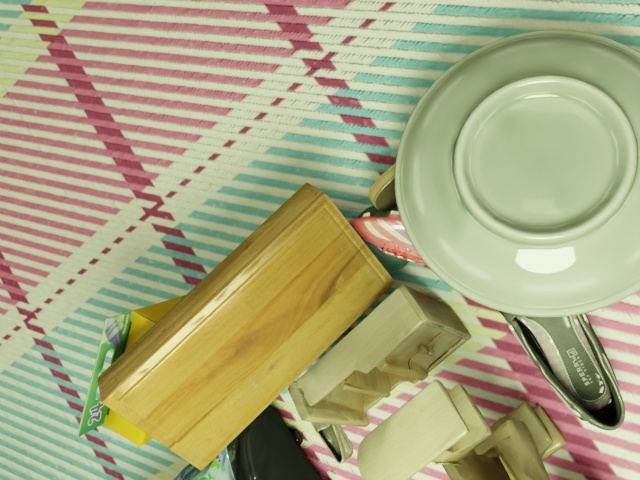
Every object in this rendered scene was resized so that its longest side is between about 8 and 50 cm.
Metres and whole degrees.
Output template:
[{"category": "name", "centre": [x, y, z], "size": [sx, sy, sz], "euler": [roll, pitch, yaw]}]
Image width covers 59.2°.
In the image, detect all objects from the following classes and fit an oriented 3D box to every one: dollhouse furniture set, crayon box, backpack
[{"category": "dollhouse furniture set", "centre": [0.161, 0.303, 0.797], "size": [0.256, 0.362, 0.394], "euler": [-45, 50, 18]}, {"category": "crayon box", "centre": [-0.242, 0.203, 0.955], "size": [0.083, 0.323, 0.203], "euler": [22, 102, 19]}, {"category": "backpack", "centre": [-0.180, 0.517, 1.014], "size": [0.355, 0.273, 0.290], "euler": [-37, 82, 32]}]

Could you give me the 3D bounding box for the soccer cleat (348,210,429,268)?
[{"category": "soccer cleat", "centre": [0.162, 0.008, 0.887], "size": [0.248, 0.083, 0.095], "euler": [5, 88, 4]}]

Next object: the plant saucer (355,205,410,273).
[{"category": "plant saucer", "centre": [0.110, -0.004, 0.959], "size": [0.119, 0.021, 0.119], "euler": [2, 96, 21]}]

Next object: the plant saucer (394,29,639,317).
[{"category": "plant saucer", "centre": [0.288, -0.099, 0.740], "size": [0.400, 0.100, 0.400], "euler": [-2, 83, 18]}]

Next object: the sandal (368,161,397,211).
[{"category": "sandal", "centre": [0.163, -0.150, 0.895], "size": [0.240, 0.088, 0.079], "euler": [-39, 50, 6]}]

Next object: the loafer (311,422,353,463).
[{"category": "loafer", "centre": [0.014, 0.342, 1.016], "size": [0.045, 0.039, 0.125], "euler": [-39, 80, 21]}]

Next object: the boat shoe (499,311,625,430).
[{"category": "boat shoe", "centre": [0.335, 0.120, 0.808], "size": [0.112, 0.095, 0.335], "euler": [-33, 94, 8]}]

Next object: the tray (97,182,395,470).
[{"category": "tray", "centre": [-0.098, 0.130, 0.838], "size": [0.411, 0.076, 0.203], "euler": [-44, 121, -6]}]

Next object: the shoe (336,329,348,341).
[{"category": "shoe", "centre": [-0.008, 0.094, 0.992], "size": [0.178, 0.063, 0.081], "euler": [40, 113, 19]}]
